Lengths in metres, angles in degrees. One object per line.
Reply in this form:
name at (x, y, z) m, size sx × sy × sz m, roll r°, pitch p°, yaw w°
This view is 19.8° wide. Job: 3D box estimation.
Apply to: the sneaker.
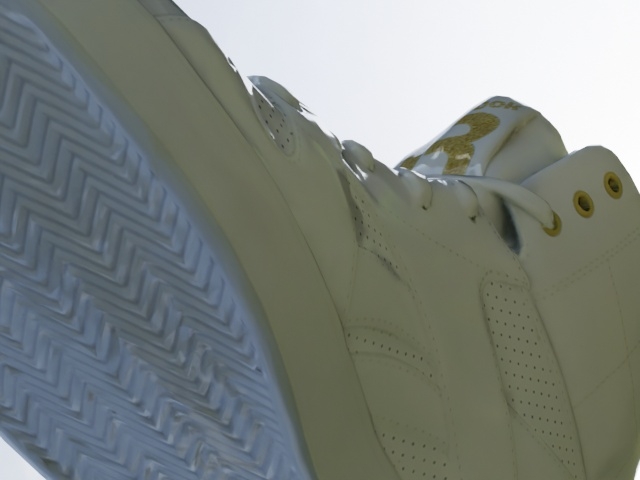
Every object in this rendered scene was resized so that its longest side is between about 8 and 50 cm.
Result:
sneaker at (0.000, 0.000, 0.483) m, size 0.292 × 0.108 × 0.169 m, roll 58°, pitch -137°, yaw -32°
